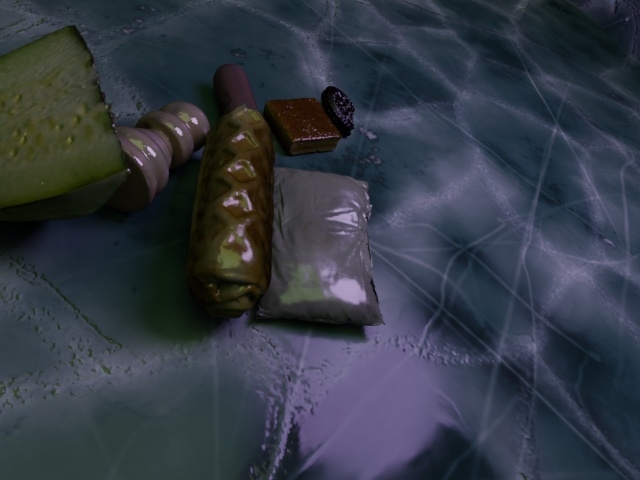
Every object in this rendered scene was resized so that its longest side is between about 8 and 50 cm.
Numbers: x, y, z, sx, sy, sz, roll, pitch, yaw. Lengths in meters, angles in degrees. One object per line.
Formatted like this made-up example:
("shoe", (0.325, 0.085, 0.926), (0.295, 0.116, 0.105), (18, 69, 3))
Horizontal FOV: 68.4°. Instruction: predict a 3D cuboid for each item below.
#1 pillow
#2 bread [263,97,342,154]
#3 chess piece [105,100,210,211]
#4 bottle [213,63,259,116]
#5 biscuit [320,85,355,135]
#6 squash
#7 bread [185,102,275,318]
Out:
("pillow", (0.000, 0.000, 0.581), (0.149, 0.050, 0.229), (6, 50, -10))
("bread", (-0.029, -0.177, 0.721), (0.090, 0.035, 0.094), (-14, 60, -31))
("chess piece", (-0.198, -0.117, 0.566), (0.094, 0.094, 0.170), (28, 43, 0))
("bottle", (-0.121, -0.198, 0.687), (0.053, 0.053, 0.140), (-3, 54, -25))
("biscuit", (0.033, -0.213, 0.772), (0.089, 0.027, 0.087), (59, 30, 4))
("squash", (-0.320, -0.097, 0.452), (0.155, 0.204, 0.236), (9, 43, -47))
("bread", (-0.097, -0.036, 0.531), (0.087, 0.098, 0.269), (28, 42, -33))
